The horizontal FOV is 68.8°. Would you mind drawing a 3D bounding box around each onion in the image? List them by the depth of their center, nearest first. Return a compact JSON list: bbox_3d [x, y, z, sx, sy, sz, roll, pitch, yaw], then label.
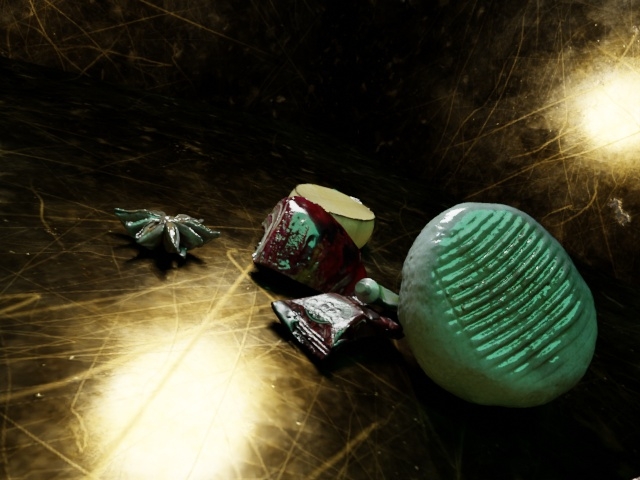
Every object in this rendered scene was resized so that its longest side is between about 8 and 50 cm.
[{"bbox_3d":[0.000,0.000,1.058,0.280,0.146,0.314,21,15,-12],"label":"onion"}]

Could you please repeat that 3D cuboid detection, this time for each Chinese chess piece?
[{"bbox_3d":[0.026,-0.069,1.319,0.257,0.104,0.257,18,19,-7],"label":"Chinese chess piece"}]

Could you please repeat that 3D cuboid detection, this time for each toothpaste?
[{"bbox_3d":[0.129,0.118,0.946,0.078,0.047,0.248,32,2,32],"label":"toothpaste"}]

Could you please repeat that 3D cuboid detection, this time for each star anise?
[{"bbox_3d":[-0.302,-0.020,0.917,0.182,0.065,0.195,25,23,25],"label":"star anise"}]

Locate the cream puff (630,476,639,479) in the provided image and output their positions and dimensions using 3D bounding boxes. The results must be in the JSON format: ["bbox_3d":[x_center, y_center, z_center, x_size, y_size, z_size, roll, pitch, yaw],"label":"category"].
[{"bbox_3d":[0.303,0.353,0.335,0.303,0.212,0.303,17,29,-10],"label":"cream puff"}]

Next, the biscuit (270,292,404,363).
[{"bbox_3d":[0.041,0.143,0.837,0.235,0.063,0.151,-2,22,-42],"label":"biscuit"}]

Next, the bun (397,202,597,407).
[{"bbox_3d":[0.298,0.113,0.836,0.362,0.362,0.211,20,-16,-2],"label":"bun"}]
